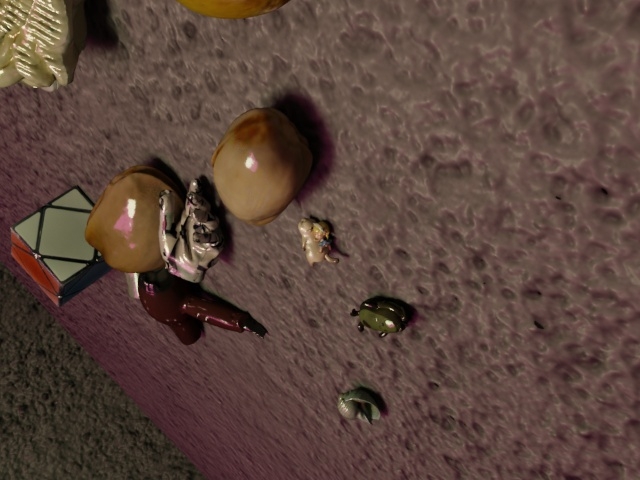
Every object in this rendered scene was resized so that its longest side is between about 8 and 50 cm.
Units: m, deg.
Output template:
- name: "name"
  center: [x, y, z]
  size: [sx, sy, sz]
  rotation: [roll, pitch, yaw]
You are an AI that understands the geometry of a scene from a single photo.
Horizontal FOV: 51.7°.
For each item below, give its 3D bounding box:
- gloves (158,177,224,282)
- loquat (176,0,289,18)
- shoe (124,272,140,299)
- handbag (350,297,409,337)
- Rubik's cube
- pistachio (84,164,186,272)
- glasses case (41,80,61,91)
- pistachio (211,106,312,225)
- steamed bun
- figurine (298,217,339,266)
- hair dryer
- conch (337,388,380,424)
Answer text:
- name: "gloves"
  center: [-0.248, -0.027, 1.291]
  size: [0.127, 0.111, 0.212]
  rotation: [35, 117, 30]
- name: "loquat"
  center: [-0.081, -0.340, 0.670]
  size: [0.246, 0.213, 0.213]
  rotation: [3, 127, 36]
- name: "shoe"
  center: [-0.450, 0.110, 1.675]
  size: [0.103, 0.100, 0.251]
  rotation: [-3, 124, 53]
- name: "handbag"
  center: [0.101, 0.123, 1.064]
  size: [0.111, 0.047, 0.072]
  rotation: [1, 126, 53]
- name: "Rubik's cube"
  center: [-0.672, 0.019, 1.750]
  size: [0.207, 0.205, 0.205]
  rotation: [47, 148, 1]
- name: "pistachio"
  center: [-0.363, -0.038, 1.376]
  size: [0.212, 0.163, 0.260]
  rotation: [19, 135, -25]
- name: "glasses case"
  center: [-0.584, -0.410, 1.329]
  size: [0.092, 0.059, 0.233]
  rotation: [30, 142, 30]
- name: "pistachio"
  center: [-0.090, -0.107, 0.974]
  size: [0.144, 0.144, 0.215]
  rotation: [42, 145, 11]
- name: "steamed bun"
  center: [-0.528, -0.406, 1.122]
  size: [0.268, 0.207, 0.280]
  rotation: [7, 119, -4]
- name: "figurine"
  center: [0.000, 0.000, 1.070]
  size: [0.050, 0.047, 0.083]
  rotation: [-8, 111, 37]
- name: "hair dryer"
  center: [-0.257, 0.189, 1.552]
  size: [0.340, 0.123, 0.313]
  rotation: [17, 148, 25]
- name: "conch"
  center: [0.077, 0.321, 1.295]
  size: [0.085, 0.057, 0.076]
  rotation: [24, 132, -14]
